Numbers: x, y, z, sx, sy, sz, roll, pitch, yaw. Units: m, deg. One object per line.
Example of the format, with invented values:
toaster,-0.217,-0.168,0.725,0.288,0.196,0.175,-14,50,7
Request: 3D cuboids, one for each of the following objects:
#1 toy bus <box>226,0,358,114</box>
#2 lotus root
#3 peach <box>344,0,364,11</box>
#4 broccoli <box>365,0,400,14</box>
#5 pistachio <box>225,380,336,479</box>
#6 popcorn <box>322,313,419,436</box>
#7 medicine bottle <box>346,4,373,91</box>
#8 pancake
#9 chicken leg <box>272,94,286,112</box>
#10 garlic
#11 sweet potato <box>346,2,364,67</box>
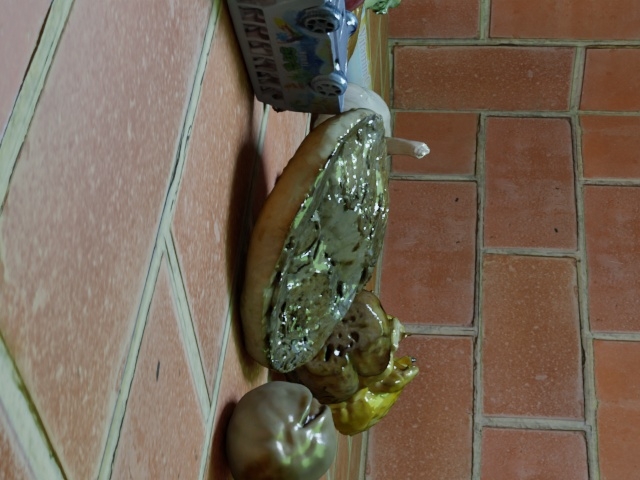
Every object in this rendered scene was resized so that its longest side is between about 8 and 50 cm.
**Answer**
toy bus,-0.031,-0.265,1.524,0.330,0.136,0.109,77,19,-69
lotus root,0.024,0.167,1.975,0.291,0.193,0.193,70,23,-81
peach,0.008,-0.396,1.877,0.152,0.152,0.152,2,90,-84
broccoli,0.073,-0.565,2.527,0.180,0.273,0.242,45,-5,26
pistachio,-0.051,0.240,1.539,0.215,0.144,0.144,-75,166,-88
popcorn,0.056,0.229,2.244,0.253,0.190,0.191,-50,168,14
medicine bottle,0.048,-0.343,2.366,0.426,0.108,0.108,81,12,-54
pancake,0.000,0.000,1.686,0.387,0.082,0.387,-50,153,-37
chicken leg,-0.042,-0.322,1.707,0.113,0.093,0.304,-30,131,-62
garlic,0.102,-0.187,2.299,0.199,0.226,0.199,-22,116,-55
sweet potato,0.016,-0.339,2.139,0.097,0.097,0.252,-53,153,-79
